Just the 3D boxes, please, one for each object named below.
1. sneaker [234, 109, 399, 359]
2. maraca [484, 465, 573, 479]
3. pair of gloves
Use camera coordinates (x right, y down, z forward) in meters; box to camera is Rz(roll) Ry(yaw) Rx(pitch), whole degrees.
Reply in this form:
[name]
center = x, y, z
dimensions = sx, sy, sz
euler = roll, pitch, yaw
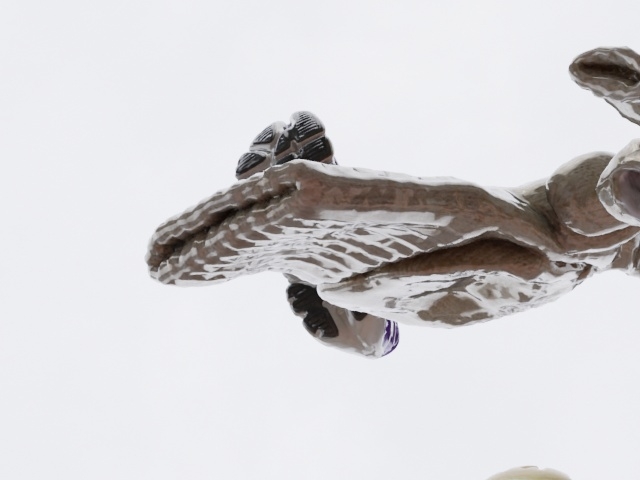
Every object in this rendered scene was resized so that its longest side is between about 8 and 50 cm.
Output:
[sneaker]
center = 0.000, 0.000, 0.849
dimensions = 0.068, 0.071, 0.170
euler = -27, -120, 14
[maraca]
center = 0.184, 0.271, 1.367
dimensions = 0.127, 0.185, 0.099
euler = 53, -140, -30
[pair of gloves]
center = 0.093, -0.013, 0.429
dimensions = 0.204, 0.240, 0.042
euler = 5, -111, -56
